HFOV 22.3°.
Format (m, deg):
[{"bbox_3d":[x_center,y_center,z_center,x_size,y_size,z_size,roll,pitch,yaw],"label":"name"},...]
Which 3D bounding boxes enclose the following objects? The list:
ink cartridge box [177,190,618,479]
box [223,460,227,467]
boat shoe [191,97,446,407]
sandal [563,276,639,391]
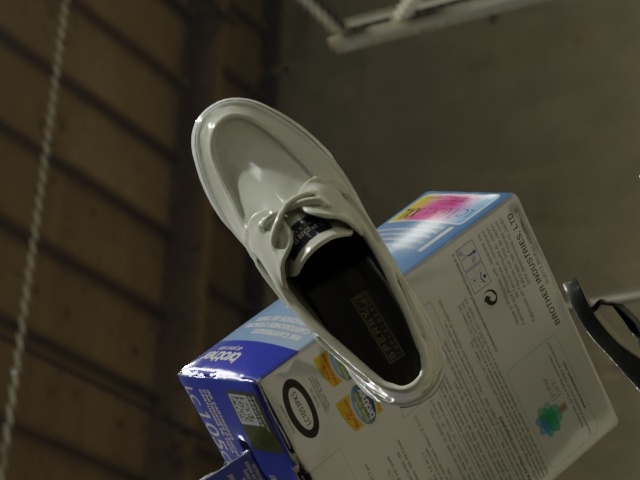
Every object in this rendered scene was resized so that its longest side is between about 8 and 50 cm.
[{"bbox_3d":[0.057,0.162,1.503,0.395,0.151,0.270,-35,-72,-30],"label":"ink cartridge box"},{"bbox_3d":[0.003,0.200,2.162,0.165,0.143,0.270,27,-120,-12],"label":"box"},{"bbox_3d":[0.000,0.000,1.115,0.258,0.095,0.084,49,178,10],"label":"boat shoe"},{"bbox_3d":[0.380,0.135,1.937,0.254,0.054,0.097,48,-170,-8],"label":"sandal"}]
